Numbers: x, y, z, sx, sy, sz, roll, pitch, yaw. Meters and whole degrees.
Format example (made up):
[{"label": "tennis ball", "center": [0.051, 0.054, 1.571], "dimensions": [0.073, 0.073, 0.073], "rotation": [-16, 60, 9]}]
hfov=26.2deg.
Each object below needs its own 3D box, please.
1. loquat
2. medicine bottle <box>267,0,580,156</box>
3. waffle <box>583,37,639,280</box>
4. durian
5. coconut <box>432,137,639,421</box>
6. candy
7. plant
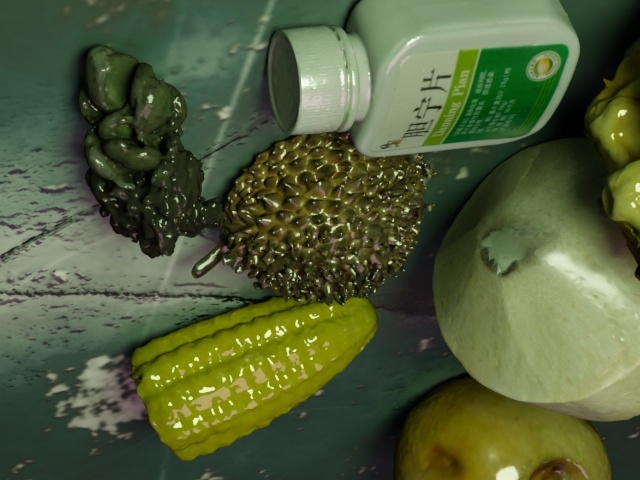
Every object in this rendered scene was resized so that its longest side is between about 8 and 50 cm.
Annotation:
[{"label": "loquat", "center": [0.169, 0.219, 1.301], "dimensions": [0.213, 0.213, 0.213], "rotation": [-14, 147, -9]}, {"label": "medicine bottle", "center": [0.063, -0.107, 0.863], "dimensions": [0.183, 0.069, 0.119], "rotation": [-6, 147, -19]}, {"label": "waffle", "center": [0.327, -0.047, 0.901], "dimensions": [0.324, 0.261, 0.151], "rotation": [15, 136, -25]}, {"label": "durian", "center": [0.000, 0.000, 0.966], "dimensions": [0.188, 0.091, 0.148], "rotation": [-18, 147, 0]}, {"label": "coconut", "center": [0.188, 0.028, 1.009], "dimensions": [0.202, 0.202, 0.222], "rotation": [-34, 150, 21]}, {"label": "candy", "center": [-0.045, 0.096, 1.086], "dimensions": [0.199, 0.094, 0.106], "rotation": [-23, 142, -5]}, {"label": "plant", "center": [-0.110, -0.049, 0.854], "dimensions": [0.085, 0.087, 0.174], "rotation": [4, 143, 9]}]
